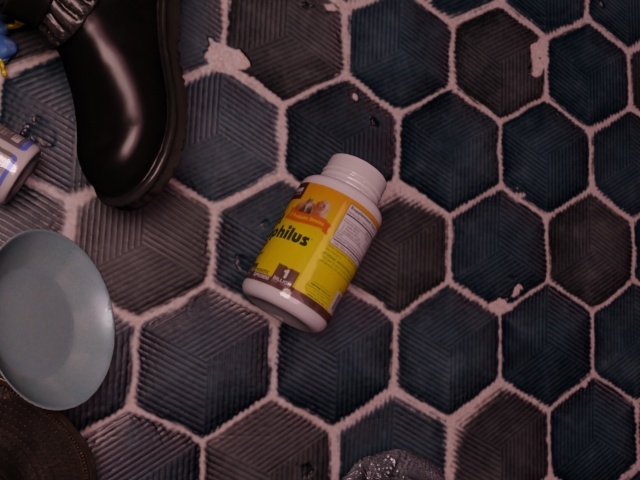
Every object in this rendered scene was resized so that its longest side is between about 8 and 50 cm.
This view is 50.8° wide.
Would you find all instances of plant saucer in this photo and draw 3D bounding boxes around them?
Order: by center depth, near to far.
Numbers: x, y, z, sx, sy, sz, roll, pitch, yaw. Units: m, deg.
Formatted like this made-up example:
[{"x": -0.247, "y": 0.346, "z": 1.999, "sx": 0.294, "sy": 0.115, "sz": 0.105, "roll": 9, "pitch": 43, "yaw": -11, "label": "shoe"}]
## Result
[{"x": -0.296, "y": 0.085, "z": 0.721, "sx": 0.038, "sy": 0.195, "sz": 0.194, "roll": -14, "pitch": 89, "yaw": 18, "label": "plant saucer"}]

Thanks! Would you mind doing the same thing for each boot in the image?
[{"x": -0.277, "y": -0.218, "z": 0.703, "sx": 0.260, "sy": 0.131, "sz": 0.347, "roll": 17, "pitch": 66, "yaw": -55, "label": "boot"}]

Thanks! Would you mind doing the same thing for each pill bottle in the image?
[{"x": -0.387, "y": -0.106, "z": 0.733, "sx": 0.137, "sy": 0.078, "sz": 0.078, "roll": 33, "pitch": 74, "yaw": -15, "label": "pill bottle"}, {"x": 0.000, "y": 0.000, "z": 0.850, "sx": 0.117, "sy": 0.117, "sz": 0.214, "roll": 34, "pitch": 73, "yaw": -15, "label": "pill bottle"}]

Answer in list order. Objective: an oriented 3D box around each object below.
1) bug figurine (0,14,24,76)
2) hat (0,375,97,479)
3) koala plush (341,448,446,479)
[{"x": -0.466, "y": -0.278, "z": 0.723, "sx": 0.279, "sy": 0.072, "sz": 0.216, "roll": -10, "pitch": 94, "yaw": -27, "label": "bug figurine"}, {"x": -0.384, "y": 0.291, "z": 0.638, "sx": 0.332, "sy": 0.134, "sz": 0.330, "roll": -2, "pitch": 96, "yaw": -16, "label": "hat"}, {"x": 0.115, "y": 0.359, "z": 0.800, "sx": 0.203, "sy": 0.221, "sz": 0.196, "roll": -41, "pitch": 99, "yaw": -20, "label": "koala plush"}]
